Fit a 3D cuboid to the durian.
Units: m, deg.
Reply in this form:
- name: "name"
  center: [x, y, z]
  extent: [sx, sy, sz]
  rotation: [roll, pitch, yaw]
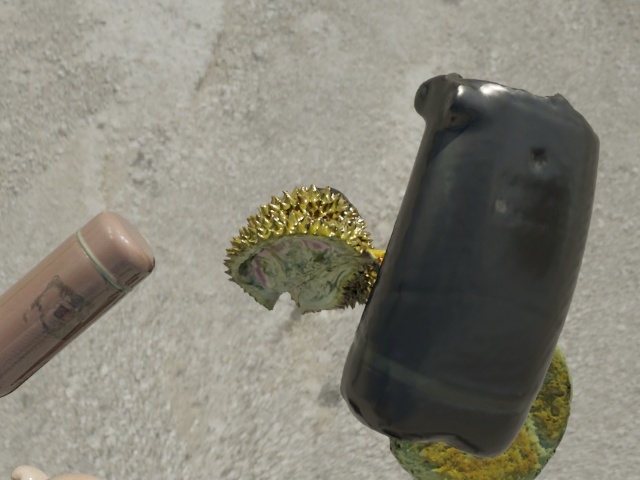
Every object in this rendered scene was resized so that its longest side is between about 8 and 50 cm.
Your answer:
- name: "durian"
  center: [0.000, 0.000, 1.110]
  extent: [0.193, 0.237, 0.138]
  rotation: [43, 57, -37]

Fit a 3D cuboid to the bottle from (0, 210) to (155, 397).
- name: "bottle"
  center: [-0.172, 0.041, 0.585]
  extent: [0.140, 0.053, 0.053]
  rotation: [-40, 79, 2]

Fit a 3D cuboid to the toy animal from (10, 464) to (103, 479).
- name: "toy animal"
  center: [-0.265, 0.371, 1.062]
  extent: [0.221, 0.229, 0.210]
  rotation: [-15, 105, 3]

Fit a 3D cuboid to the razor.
- name: "razor"
  center: [0.146, 0.025, 0.852]
  extent: [0.204, 0.113, 0.349]
  rotation: [14, 95, -26]

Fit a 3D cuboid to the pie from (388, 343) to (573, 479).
- name: "pie"
  center: [0.239, 0.248, 1.386]
  extent: [0.323, 0.070, 0.323]
  rotation: [-2, 102, -8]
